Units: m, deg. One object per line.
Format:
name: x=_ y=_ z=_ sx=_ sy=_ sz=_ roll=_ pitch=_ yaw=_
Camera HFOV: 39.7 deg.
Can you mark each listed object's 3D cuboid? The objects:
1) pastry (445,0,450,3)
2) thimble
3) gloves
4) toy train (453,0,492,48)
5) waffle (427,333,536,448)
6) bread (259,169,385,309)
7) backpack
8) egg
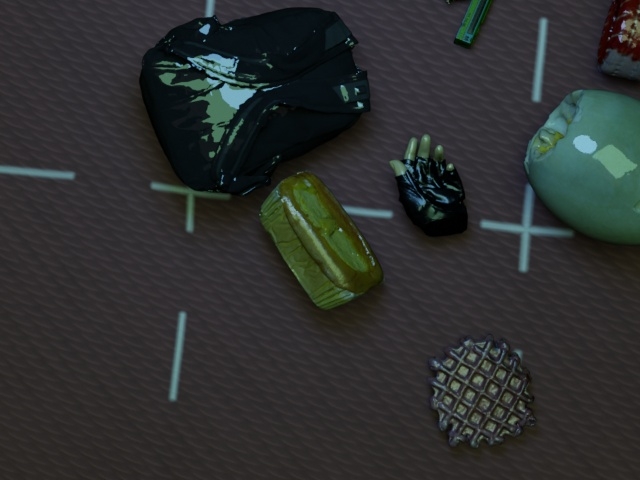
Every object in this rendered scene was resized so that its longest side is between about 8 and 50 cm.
pastry: x=0.287 y=-0.571 z=1.850 sx=0.080 sy=0.056 sz=0.140 roll=-7 pitch=121 yaw=12
thimble: x=0.649 y=-0.421 z=1.811 sx=0.125 sy=0.163 sz=0.189 roll=14 pitch=81 yaw=4
gloves: x=0.221 y=-0.119 z=1.831 sx=0.164 sy=0.124 sz=0.203 roll=3 pitch=59 yaw=-27
toy train: x=0.343 y=-0.511 z=1.879 sx=0.042 sy=0.044 sz=0.209 roll=23 pitch=88 yaw=2
waffle: x=0.331 y=0.311 z=1.834 sx=0.221 sy=0.055 sz=0.234 roll=-13 pitch=86 yaw=0
bread: x=0.000 y=0.000 z=1.812 sx=0.119 sy=0.152 sz=0.288 roll=-37 pitch=86 yaw=38
backpack: x=-0.127 y=-0.298 z=1.781 sx=0.446 sy=0.255 sz=0.363 roll=-24 pitch=93 yaw=-3
egg: x=0.583 y=-0.134 z=1.742 sx=0.336 sy=0.278 sz=0.278 roll=32 pitch=88 yaw=-1
